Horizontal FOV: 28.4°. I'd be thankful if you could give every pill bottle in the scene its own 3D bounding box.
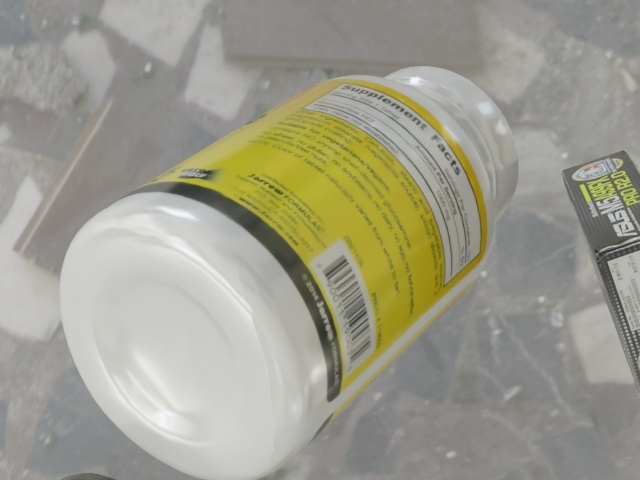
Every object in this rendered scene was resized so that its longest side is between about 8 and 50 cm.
[{"bbox_3d":[0.000,0.000,0.855,0.188,0.188,0.334,50,43,3],"label":"pill bottle"}]

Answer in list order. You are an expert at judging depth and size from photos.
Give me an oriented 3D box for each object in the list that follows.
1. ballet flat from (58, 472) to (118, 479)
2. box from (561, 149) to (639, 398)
[{"bbox_3d":[-0.059,0.216,0.836,0.280,0.096,0.095,28,89,-16],"label":"ballet flat"},{"bbox_3d":[0.268,0.085,0.988,0.060,0.216,0.270,-19,107,10],"label":"box"}]
